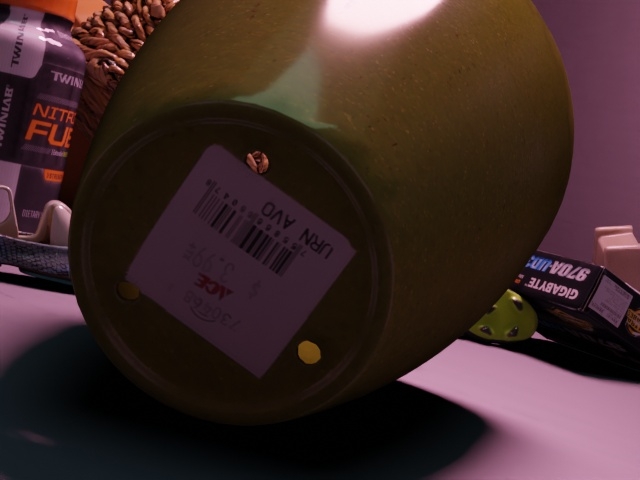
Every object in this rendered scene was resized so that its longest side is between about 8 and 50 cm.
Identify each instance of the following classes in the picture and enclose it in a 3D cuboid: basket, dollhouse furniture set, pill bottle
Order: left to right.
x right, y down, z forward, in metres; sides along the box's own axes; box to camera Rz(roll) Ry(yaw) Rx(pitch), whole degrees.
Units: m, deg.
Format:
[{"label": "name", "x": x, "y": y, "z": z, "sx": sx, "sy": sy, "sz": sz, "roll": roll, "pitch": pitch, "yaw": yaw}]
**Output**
[{"label": "pill bottle", "x": -0.307, "y": -0.131, "z": 1.054, "sx": 0.130, "sy": 0.246, "sz": 0.130, "roll": 12, "pitch": 3, "yaw": -1}, {"label": "basket", "x": -0.132, "y": -0.152, "z": 1.229, "sx": 0.213, "sy": 0.223, "sz": 0.299, "roll": 14, "pitch": -38, "yaw": 51}, {"label": "dollhouse furniture set", "x": 0.498, "y": 0.050, "z": 1.429, "sx": 0.259, "sy": 0.135, "sz": 0.262, "roll": -3, "pitch": 22, "yaw": 5}]

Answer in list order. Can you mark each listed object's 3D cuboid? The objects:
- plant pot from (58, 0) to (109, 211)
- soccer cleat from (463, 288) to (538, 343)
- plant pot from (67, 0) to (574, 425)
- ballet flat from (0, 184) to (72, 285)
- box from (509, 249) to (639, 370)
[{"label": "plant pot", "x": -0.377, "y": -0.162, "z": 1.344, "sx": 0.203, "sy": 0.291, "sz": 0.290, "roll": -12, "pitch": 19, "yaw": -44}, {"label": "soccer cleat", "x": 0.128, "y": 0.064, "z": 1.074, "sx": 0.178, "sy": 0.060, "sz": 0.072, "roll": 12, "pitch": -6, "yaw": 10}, {"label": "plant pot", "x": -0.008, "y": -0.030, "z": 0.558, "sx": 0.274, "sy": 0.275, "sz": 0.293, "roll": 13, "pitch": 18, "yaw": 9}, {"label": "ballet flat", "x": -0.215, "y": -0.005, "z": 0.770, "sx": 0.188, "sy": 0.070, "sz": 0.070, "roll": 12, "pitch": 3, "yaw": -25}, {"label": "box", "x": 0.260, "y": 0.068, "z": 1.105, "sx": 0.175, "sy": 0.051, "sz": 0.220, "roll": 33, "pitch": -8, "yaw": -29}]
